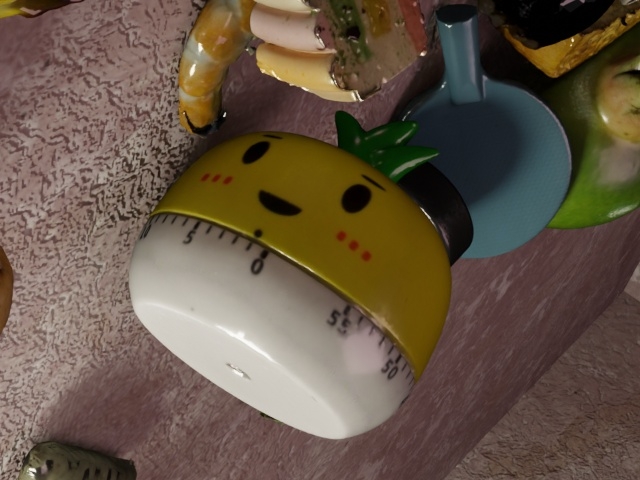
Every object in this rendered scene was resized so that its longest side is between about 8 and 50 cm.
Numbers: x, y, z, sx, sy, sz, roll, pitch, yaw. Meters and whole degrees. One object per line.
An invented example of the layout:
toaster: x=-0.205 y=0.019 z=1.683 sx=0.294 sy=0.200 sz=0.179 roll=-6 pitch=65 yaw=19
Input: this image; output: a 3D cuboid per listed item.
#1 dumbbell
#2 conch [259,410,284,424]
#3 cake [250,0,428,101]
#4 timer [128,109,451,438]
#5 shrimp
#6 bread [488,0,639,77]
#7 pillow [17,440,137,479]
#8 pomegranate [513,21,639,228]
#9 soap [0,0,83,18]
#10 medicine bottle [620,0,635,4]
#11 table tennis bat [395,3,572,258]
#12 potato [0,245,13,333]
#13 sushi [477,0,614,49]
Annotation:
dumbbell: x=0.039 y=0.021 z=1.380 sx=0.218 sy=0.152 sz=0.152 roll=-44 pitch=159 yaw=-26
conch: x=-0.038 y=0.183 z=1.591 sx=0.089 sy=0.074 sz=0.121 roll=-69 pitch=163 yaw=10
cake: x=-0.010 y=-0.214 z=0.947 sx=0.109 sy=0.090 sz=0.225 roll=-35 pitch=116 yaw=-32
timer: x=0.000 y=0.000 z=1.111 sx=0.285 sy=0.285 sz=0.285 roll=-46 pitch=159 yaw=-23
shrimp: x=-0.048 y=-0.154 z=1.040 sx=0.161 sy=0.049 sz=0.166 roll=-29 pitch=150 yaw=-46
bread: x=0.270 y=-0.257 z=1.441 sx=0.229 sy=0.143 sz=0.139 roll=-27 pitch=162 yaw=-42
pillow: x=-0.238 y=0.240 z=1.257 sx=0.093 sy=0.051 sz=0.241 roll=-53 pitch=163 yaw=-3
pomegranate: x=0.348 y=-0.132 z=1.591 sx=0.310 sy=0.216 sz=0.358 roll=-34 pitch=-167 yaw=-19
soap: x=0.000 y=-0.246 z=0.584 sx=0.339 sy=0.169 sz=0.304 roll=-23 pitch=173 yaw=-28
medicine bottle: x=0.341 y=-0.353 z=1.426 sx=0.201 sy=0.171 sz=0.052 roll=-32 pitch=180 yaw=-44
table tennis bat: x=0.166 y=-0.110 z=1.453 sx=0.044 sy=0.215 sz=0.329 roll=-94 pitch=173 yaw=-51
potato: x=-0.267 y=0.059 z=0.797 sx=0.178 sy=0.118 sz=0.109 roll=-40 pitch=126 yaw=0
sushi: x=0.197 y=-0.305 z=1.165 sx=0.204 sy=0.213 sz=0.200 roll=-48 pitch=-172 yaw=27
